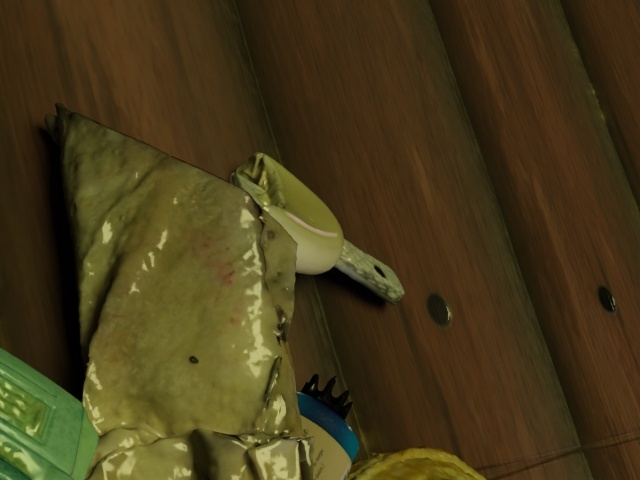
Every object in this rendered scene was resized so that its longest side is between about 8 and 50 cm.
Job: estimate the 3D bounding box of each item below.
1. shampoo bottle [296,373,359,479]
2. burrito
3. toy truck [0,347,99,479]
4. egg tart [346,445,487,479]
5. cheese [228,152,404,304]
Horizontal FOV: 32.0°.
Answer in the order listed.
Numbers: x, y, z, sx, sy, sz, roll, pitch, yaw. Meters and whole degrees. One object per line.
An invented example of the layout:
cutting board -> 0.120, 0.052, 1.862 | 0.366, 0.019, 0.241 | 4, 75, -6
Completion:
shampoo bottle -> -0.025, 0.178, 0.864 | 0.087, 0.050, 0.183 | 33, 43, -1
burrito -> -0.097, 0.049, 0.801 | 0.175, 0.107, 0.348 | -7, 64, -10
toy truck -> -0.222, 0.178, 0.582 | 0.155, 0.156, 0.279 | 39, 45, -24
egg tart -> 0.109, 0.295, 0.892 | 0.290, 0.115, 0.290 | 25, 49, -33
cheese -> -0.001, 0.001, 0.990 | 0.235, 0.050, 0.127 | 33, 21, -39
